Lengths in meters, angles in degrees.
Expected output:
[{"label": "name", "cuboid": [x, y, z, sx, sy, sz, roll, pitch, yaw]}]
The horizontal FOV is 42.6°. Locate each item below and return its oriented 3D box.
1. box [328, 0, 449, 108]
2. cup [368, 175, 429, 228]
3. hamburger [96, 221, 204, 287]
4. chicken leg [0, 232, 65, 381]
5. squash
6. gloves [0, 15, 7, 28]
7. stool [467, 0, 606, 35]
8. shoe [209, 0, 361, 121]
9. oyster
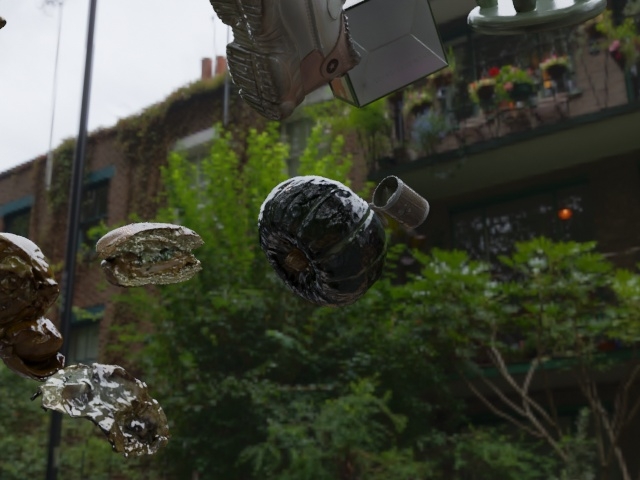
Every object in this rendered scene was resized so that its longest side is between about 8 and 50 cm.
[{"label": "box", "cuboid": [0.101, -0.371, 1.515, 0.195, 0.177, 0.148, -27, 25, -8]}, {"label": "cup", "cuboid": [0.154, -0.063, 1.651, 0.099, 0.074, 0.102, 32, -68, -31]}, {"label": "hamburger", "cuboid": [-0.432, 0.025, 1.992, 0.156, 0.144, 0.283, 21, 17, 40]}, {"label": "chicken leg", "cuboid": [-0.635, 0.185, 1.650, 0.409, 0.295, 0.182, -46, -10, 37]}, {"label": "squash", "cuboid": [0.000, 0.000, 1.484, 0.252, 0.165, 0.252, 30, -31, 20]}, {"label": "gloves", "cuboid": [-0.691, -0.368, 1.340, 0.356, 0.155, 0.203, 1, -16, -2]}, {"label": "stool", "cuboid": [0.300, -0.407, 1.156, 0.195, 0.199, 0.195, -17, 26, -15]}, {"label": "shoe", "cuboid": [-0.056, -0.373, 1.260, 0.198, 0.172, 0.351, -31, -45, -26]}, {"label": "oyster", "cuboid": [-0.364, 0.291, 1.463, 0.201, 0.107, 0.354, 38, -6, 15]}]
